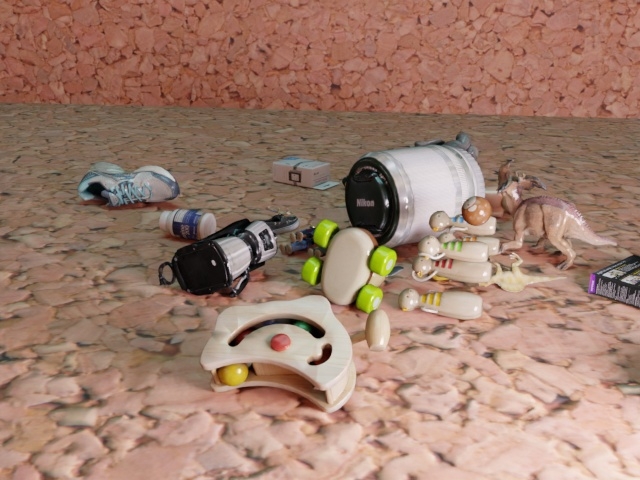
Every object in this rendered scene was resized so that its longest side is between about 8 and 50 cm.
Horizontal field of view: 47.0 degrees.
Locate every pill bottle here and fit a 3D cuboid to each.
[{"bbox_3d":[-0.308,-0.037,1.696,0.120,0.067,0.067,8,20,19],"label":"pill bottle"}]

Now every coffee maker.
[{"bbox_3d":[-0.197,0.026,1.440,0.171,0.120,0.178,10,20,25],"label":"coffee maker"}]

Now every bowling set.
[{"bbox_3d":[0.245,-0.003,1.382,0.154,0.199,0.287,5,29,19],"label":"bowling set"}]

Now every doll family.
[{"bbox_3d":[0.000,0.000,1.603,0.193,0.076,0.111,14,27,40],"label":"doll family"}]

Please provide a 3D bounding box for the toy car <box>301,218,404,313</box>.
[{"bbox_3d":[0.084,0.043,1.406,0.155,0.149,0.188,26,17,27],"label":"toy car"}]

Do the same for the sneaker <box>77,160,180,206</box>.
[{"bbox_3d":[-0.508,-0.128,1.939,0.283,0.110,0.122,5,37,18],"label":"sneaker"}]

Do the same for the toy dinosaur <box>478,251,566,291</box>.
[{"bbox_3d":[0.388,0.072,1.476,0.183,0.053,0.092,-1,37,-4],"label":"toy dinosaur"}]

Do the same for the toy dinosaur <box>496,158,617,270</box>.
[{"bbox_3d":[0.491,-0.059,1.607,0.296,0.200,0.127,17,24,37],"label":"toy dinosaur"}]

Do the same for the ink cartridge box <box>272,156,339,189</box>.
[{"bbox_3d":[-0.041,-0.202,2.202,0.180,0.060,0.104,13,22,30],"label":"ink cartridge box"}]

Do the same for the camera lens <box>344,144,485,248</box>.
[{"bbox_3d":[0.211,-0.105,1.692,0.274,0.219,0.219,-11,23,-32],"label":"camera lens"}]

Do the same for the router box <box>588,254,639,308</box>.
[{"bbox_3d":[0.634,0.082,1.444,0.179,0.046,0.133,-15,24,-39],"label":"router box"}]

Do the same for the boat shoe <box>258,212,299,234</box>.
[{"bbox_3d":[-0.100,-0.042,1.763,0.049,0.040,0.142,15,24,35],"label":"boat shoe"}]

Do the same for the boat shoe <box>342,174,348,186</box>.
[{"bbox_3d":[0.129,-0.178,2.159,0.133,0.049,0.042,-10,29,-17],"label":"boat shoe"}]

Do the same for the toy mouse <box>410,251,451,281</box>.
[{"bbox_3d":[0.258,0.042,1.533,0.161,0.031,0.143,9,30,-3],"label":"toy mouse"}]

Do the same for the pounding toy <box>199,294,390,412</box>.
[{"bbox_3d":[-0.026,0.186,1.069,0.270,0.155,0.154,-8,47,2],"label":"pounding toy"}]

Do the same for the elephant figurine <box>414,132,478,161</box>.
[{"bbox_3d":[0.344,-0.235,2.234,0.239,0.186,0.169,4,60,40],"label":"elephant figurine"}]

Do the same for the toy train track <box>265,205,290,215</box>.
[{"bbox_3d":[-0.111,-0.081,1.917,0.083,0.014,0.048,17,24,40],"label":"toy train track"}]

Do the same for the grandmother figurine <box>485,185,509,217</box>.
[{"bbox_3d":[0.335,-0.123,1.957,0.342,0.104,0.208,5,-8,20],"label":"grandmother figurine"}]
